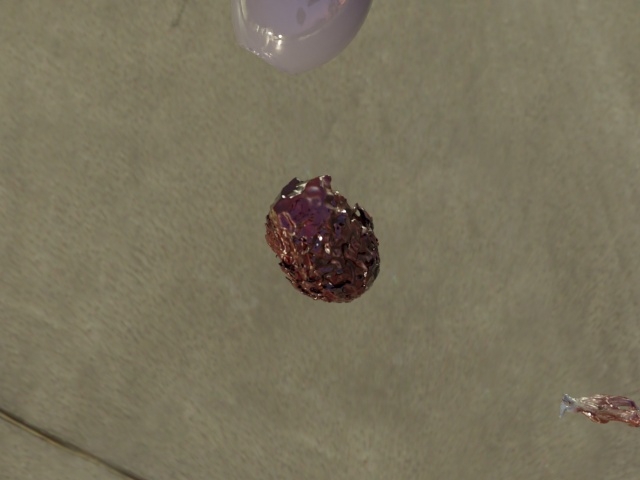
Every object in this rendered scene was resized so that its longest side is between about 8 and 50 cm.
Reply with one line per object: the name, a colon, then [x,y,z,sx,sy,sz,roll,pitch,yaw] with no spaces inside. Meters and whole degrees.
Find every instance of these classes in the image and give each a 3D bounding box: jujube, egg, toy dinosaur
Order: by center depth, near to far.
jujube: [-0.002,0.004,1.144,0.104,0.166,0.104,-14,56,23]
toy dinosaur: [0.330,0.197,1.362,0.108,0.220,0.032,8,90,12]
egg: [-0.016,-0.329,1.510,0.176,0.176,0.232,33,105,12]
